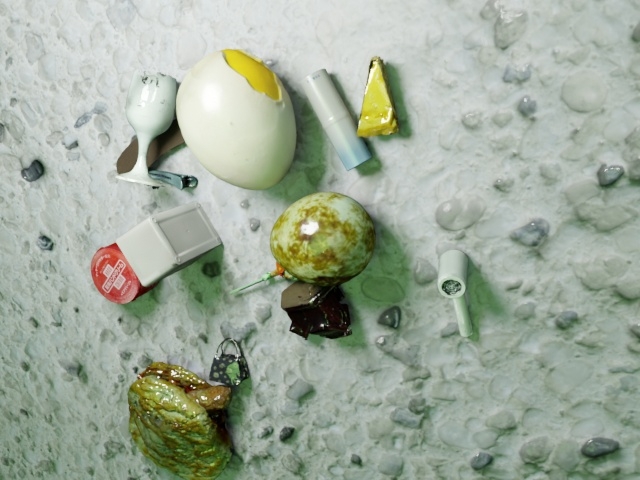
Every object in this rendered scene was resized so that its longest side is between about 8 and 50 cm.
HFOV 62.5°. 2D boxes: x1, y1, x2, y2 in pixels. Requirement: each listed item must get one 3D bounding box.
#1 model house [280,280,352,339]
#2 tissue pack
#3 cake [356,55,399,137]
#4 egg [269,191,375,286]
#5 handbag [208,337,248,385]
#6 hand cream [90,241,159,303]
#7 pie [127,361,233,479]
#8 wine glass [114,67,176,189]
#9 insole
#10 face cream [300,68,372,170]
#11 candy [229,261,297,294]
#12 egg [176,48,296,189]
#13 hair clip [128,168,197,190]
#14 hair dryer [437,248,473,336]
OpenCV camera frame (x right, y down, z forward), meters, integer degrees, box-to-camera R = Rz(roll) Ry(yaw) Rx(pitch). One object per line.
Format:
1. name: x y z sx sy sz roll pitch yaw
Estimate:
1. model house: -0.008 0.199 1.482 0.203 0.141 0.164 -11 124 44
2. tissue pack: -0.421 0.002 1.499 0.136 0.246 0.160 -30 92 25
3. cake: 0.124 -0.342 1.288 0.116 0.080 0.185 -18 107 23
4. egg: 0.000 0.000 1.343 0.289 0.238 0.238 -14 100 34
5. handbag: -0.284 0.374 1.658 0.115 0.072 0.139 6 94 22
6. hand cream: -0.610 0.092 1.665 0.193 0.125 0.193 5 106 19
7. pie: -0.475 0.615 1.736 0.395 0.180 0.418 16 117 15
8. wine glass: -0.479 -0.308 1.469 0.143 0.143 0.321 12 94 18
9. insole: -0.489 -0.281 1.558 0.327 0.007 0.111 -23 76 22
10. face cream: 0.040 -0.301 1.327 0.077 0.077 0.250 -26 95 25
11. candy: -0.158 0.111 1.528 0.287 0.078 0.084 -26 78 29
12. egg: -0.201 -0.288 1.315 0.283 0.283 0.345 -23 98 25
13. hair clip: -0.478 -0.188 1.580 0.229 0.070 0.039 12 113 25
14. hair dryer: 0.344 0.155 1.327 0.073 0.131 0.237 -6 116 19
